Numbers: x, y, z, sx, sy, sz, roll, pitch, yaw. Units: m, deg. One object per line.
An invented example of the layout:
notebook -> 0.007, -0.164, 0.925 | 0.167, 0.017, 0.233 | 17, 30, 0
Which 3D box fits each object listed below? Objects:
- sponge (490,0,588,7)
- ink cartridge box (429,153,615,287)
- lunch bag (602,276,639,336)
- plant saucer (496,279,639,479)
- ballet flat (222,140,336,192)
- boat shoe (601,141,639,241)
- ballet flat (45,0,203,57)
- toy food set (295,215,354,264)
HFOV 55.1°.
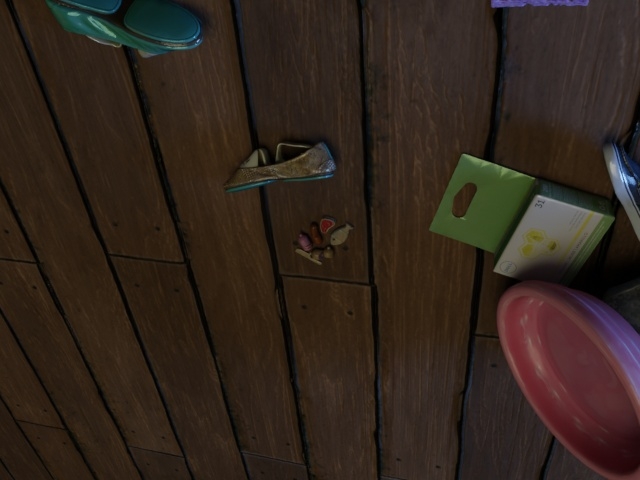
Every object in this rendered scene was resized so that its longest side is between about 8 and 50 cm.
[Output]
sponge -> 0.246, -0.308, 0.667 | 0.117, 0.210, 0.031 | 6, 91, 15
ink cartridge box -> 0.306, -0.024, 0.967 | 0.235, 0.056, 0.171 | 17, 132, 2
lunch bag -> 0.600, 0.119, 0.882 | 0.305, 0.212, 0.256 | -36, 93, 35
plant saucer -> 0.407, 0.204, 0.951 | 0.084, 0.332, 0.332 | -24, 126, -13
ballet flat -> -0.073, -0.125, 1.015 | 0.206, 0.073, 0.067 | -7, 98, 21
boat shoe -> 0.464, -0.079, 0.865 | 0.083, 0.065, 0.183 | -22, 125, 31
ballet flat -> -0.285, -0.322, 0.916 | 0.247, 0.083, 0.087 | 19, 156, 4
toy food set -> 0.000, 0.000, 1.111 | 0.078, 0.019, 0.122 | 29, 131, -6
